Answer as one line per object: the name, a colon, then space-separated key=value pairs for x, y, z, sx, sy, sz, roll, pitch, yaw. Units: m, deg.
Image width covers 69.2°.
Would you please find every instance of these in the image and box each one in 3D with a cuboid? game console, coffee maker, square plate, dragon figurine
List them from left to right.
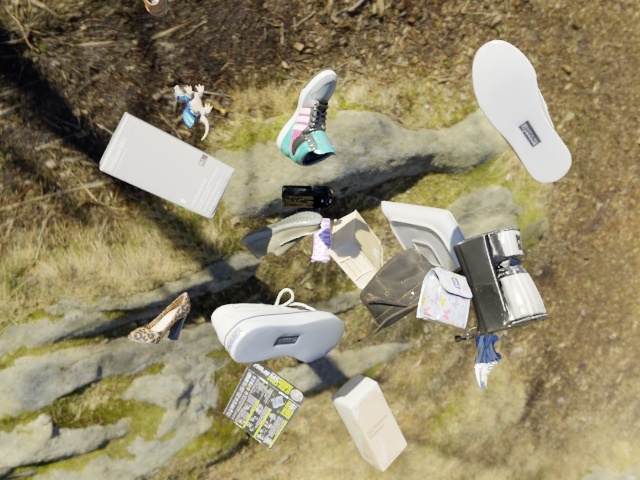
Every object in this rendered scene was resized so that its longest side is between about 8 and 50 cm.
dragon figurine: x=-0.469 y=-0.483 z=1.749 sx=0.085 sy=0.144 sz=0.289 roll=-19 pitch=78 yaw=-28
game console: x=-0.067 y=-0.136 z=2.044 sx=0.213 sy=0.044 sz=0.361 roll=1 pitch=154 yaw=-5
square plate: x=0.359 y=0.031 z=1.494 sx=0.049 sy=0.344 sz=0.347 roll=-42 pitch=114 yaw=-15
coffee maker: x=0.313 y=0.081 z=0.871 sx=0.171 sy=0.178 sz=0.120 roll=-16 pitch=161 yaw=7

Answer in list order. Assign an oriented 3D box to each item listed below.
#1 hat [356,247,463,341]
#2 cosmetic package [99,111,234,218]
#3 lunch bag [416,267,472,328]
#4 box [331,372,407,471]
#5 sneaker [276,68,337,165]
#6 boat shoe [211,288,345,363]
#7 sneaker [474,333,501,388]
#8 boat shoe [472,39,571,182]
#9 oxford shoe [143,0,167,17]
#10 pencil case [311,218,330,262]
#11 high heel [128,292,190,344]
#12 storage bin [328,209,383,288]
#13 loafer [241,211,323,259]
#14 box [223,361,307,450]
hat: x=0.194 y=0.107 z=1.119 sx=0.331 sy=0.134 sz=0.331 roll=-32 pitch=167 yaw=-8
cosmetic package: x=-0.318 y=-0.155 z=0.968 sx=0.238 sy=0.107 sz=0.127 roll=23 pitch=96 yaw=-33
lunch bag: x=0.196 y=0.089 z=0.725 sx=0.071 sy=0.053 sz=0.083 roll=21 pitch=75 yaw=-30
box: x=0.178 y=0.657 z=1.685 sx=0.148 sy=0.121 sz=0.311 roll=-37 pitch=111 yaw=-27
sneaker: x=-0.007 y=-0.332 z=1.360 sx=0.123 sy=0.178 sz=0.295 roll=-10 pitch=145 yaw=-46
boat shoe: x=-0.098 y=0.189 z=1.056 sx=0.367 sy=0.156 sz=0.136 roll=9 pitch=114 yaw=-50
sneaker: x=0.397 y=0.283 z=1.098 sx=0.052 sy=0.058 sz=0.135 roll=34 pitch=61 yaw=-62
boat shoe: x=0.341 y=-0.222 z=0.795 sx=0.096 sy=0.088 sz=0.267 roll=-36 pitch=109 yaw=24
oxford shoe: x=-0.448 y=-0.687 z=1.174 sx=0.076 sy=0.076 sz=0.212 roll=-23 pitch=99 yaw=-4
pencil case: x=0.000 y=0.000 z=2.054 sx=0.088 sy=0.086 sz=0.206 roll=3 pitch=81 yaw=-19
high heel: x=-0.579 y=0.275 z=1.678 sx=0.261 sy=0.093 sz=0.186 roll=18 pitch=89 yaw=-68
storage bin: x=0.174 y=0.043 z=2.111 sx=0.123 sy=0.262 sz=0.260 roll=-29 pitch=116 yaw=24
loafer: x=-0.097 y=-0.010 z=1.273 sx=0.087 sy=0.251 sz=0.094 roll=66 pitch=29 yaw=-15
box: x=-0.193 y=0.562 z=1.581 sx=0.270 sy=0.216 sz=0.060 roll=-63 pitch=170 yaw=31
